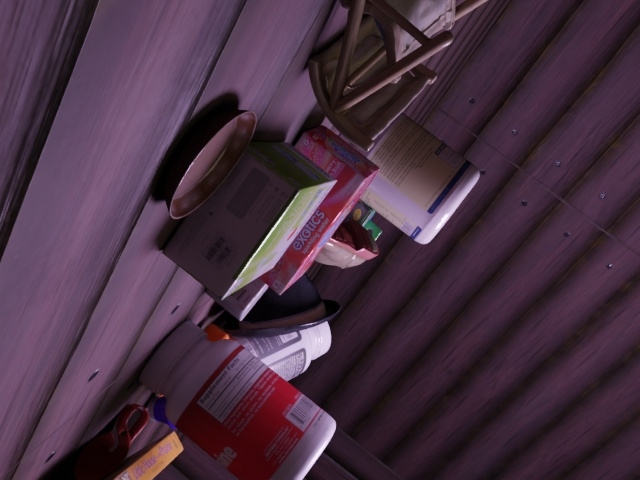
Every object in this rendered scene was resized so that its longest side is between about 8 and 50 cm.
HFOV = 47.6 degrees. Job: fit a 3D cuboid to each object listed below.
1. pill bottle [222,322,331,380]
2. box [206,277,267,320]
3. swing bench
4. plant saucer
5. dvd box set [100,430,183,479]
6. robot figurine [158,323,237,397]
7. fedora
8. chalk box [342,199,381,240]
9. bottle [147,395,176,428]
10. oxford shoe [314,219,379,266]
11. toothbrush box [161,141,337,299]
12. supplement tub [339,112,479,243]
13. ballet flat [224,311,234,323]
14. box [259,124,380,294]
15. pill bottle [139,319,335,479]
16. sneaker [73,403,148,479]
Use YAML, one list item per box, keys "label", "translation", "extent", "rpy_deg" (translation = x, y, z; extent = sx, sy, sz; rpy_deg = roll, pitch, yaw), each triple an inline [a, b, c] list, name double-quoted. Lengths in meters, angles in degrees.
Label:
- label: "pill bottle"
  translation: [-0.156, 0.312, 2.049]
  extent: [0.363, 0.210, 0.210]
  rpy_deg: [-21, 155, -39]
- label: "box"
  translation: [-0.177, 0.098, 1.566]
  extent: [0.102, 0.101, 0.087]
  rpy_deg: [-50, 175, -24]
- label: "swing bench"
  translation: [0.122, -0.314, 1.103]
  extent: [0.253, 0.165, 0.254]
  rpy_deg: [-49, 179, -40]
- label: "plant saucer"
  translation: [-0.143, -0.102, 0.916]
  extent: [0.168, 0.029, 0.168]
  rpy_deg: [-53, 175, -6]
- label: "dvd box set"
  translation: [-0.499, 0.570, 1.615]
  extent: [0.308, 0.062, 0.420]
  rpy_deg: [-32, 176, 3]
- label: "robot figurine"
  translation: [-0.302, 0.315, 1.793]
  extent: [0.219, 0.128, 0.158]
  rpy_deg: [-51, 180, -10]
- label: "fedora"
  translation: [-0.106, 0.141, 1.887]
  extent: [0.334, 0.334, 0.152]
  rpy_deg: [-34, 117, -74]
- label: "chalk box"
  translation: [0.064, -0.067, 1.939]
  extent: [0.132, 0.213, 0.132]
  rpy_deg: [-53, 175, 12]
- label: "bottle"
  translation: [-0.313, 0.447, 1.883]
  extent: [0.092, 0.283, 0.118]
  rpy_deg: [-35, 121, -63]
- label: "oxford shoe"
  translation: [0.000, 0.000, 1.745]
  extent: [0.130, 0.123, 0.348]
  rpy_deg: [-36, 141, 23]
- label: "toothbrush box"
  translation: [-0.102, -0.044, 1.167]
  extent: [0.206, 0.122, 0.283]
  rpy_deg: [-53, 176, 13]
- label: "supplement tub"
  translation: [0.200, -0.172, 1.795]
  extent: [0.235, 0.325, 0.235]
  rpy_deg: [-52, 175, -7]
- label: "ballet flat"
  translation: [-0.225, 0.187, 2.036]
  extent: [0.057, 0.049, 0.173]
  rpy_deg: [-49, 174, -38]
- label: "box"
  translation: [-0.037, -0.063, 1.445]
  extent: [0.300, 0.154, 0.142]
  rpy_deg: [-53, 175, 21]
- label: "pill bottle"
  translation: [-0.187, 0.367, 1.598]
  extent: [0.229, 0.408, 0.229]
  rpy_deg: [-52, 174, -8]
- label: "sneaker"
  translation: [-0.477, 0.482, 1.644]
  extent: [0.221, 0.087, 0.128]
  rpy_deg: [-45, 170, -48]
